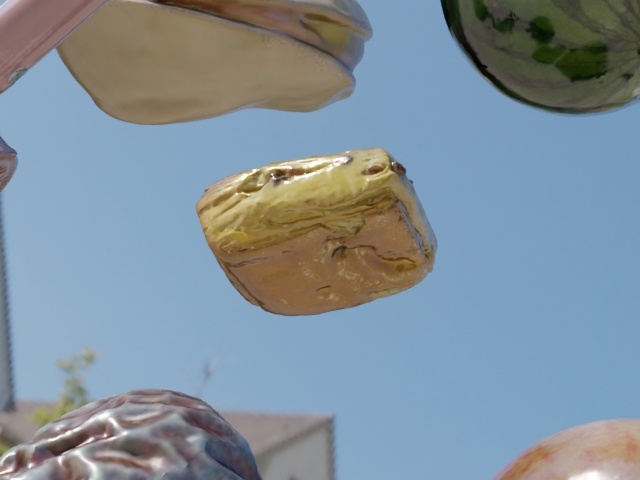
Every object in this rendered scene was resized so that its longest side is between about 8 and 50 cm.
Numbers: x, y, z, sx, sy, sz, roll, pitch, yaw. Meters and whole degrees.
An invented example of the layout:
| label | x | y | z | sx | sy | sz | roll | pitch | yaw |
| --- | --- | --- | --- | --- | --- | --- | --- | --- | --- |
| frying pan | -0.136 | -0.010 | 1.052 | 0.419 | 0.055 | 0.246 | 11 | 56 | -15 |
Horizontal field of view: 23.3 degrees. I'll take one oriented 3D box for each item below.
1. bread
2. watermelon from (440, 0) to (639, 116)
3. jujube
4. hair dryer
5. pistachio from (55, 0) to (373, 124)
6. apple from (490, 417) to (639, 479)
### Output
| label | x | y | z | sx | sy | sz | roll | pitch | yaw |
| --- | --- | --- | --- | --- | --- | --- | --- | --- | --- |
| bread | 0.000 | 0.000 | 1.673 | 0.235 | 0.099 | 0.210 | -11 | -33 | 13 |
| watermelon | 0.223 | -0.228 | 1.348 | 0.242 | 0.242 | 0.242 | 19 | -30 | 12 |
| jujube | -0.164 | 0.237 | 0.981 | 0.226 | 0.317 | 0.226 | 50 | -22 | 28 |
| hair dryer | -0.288 | -0.186 | 1.355 | 0.210 | 0.352 | 0.125 | 49 | -3 | 7 |
| pistachio | -0.154 | -0.283 | 2.101 | 0.445 | 0.282 | 0.365 | 9 | -4 | -2 |
| apple | 0.243 | 0.291 | 1.153 | 0.344 | 0.345 | 0.269 | 23 | -28 | 6 |
